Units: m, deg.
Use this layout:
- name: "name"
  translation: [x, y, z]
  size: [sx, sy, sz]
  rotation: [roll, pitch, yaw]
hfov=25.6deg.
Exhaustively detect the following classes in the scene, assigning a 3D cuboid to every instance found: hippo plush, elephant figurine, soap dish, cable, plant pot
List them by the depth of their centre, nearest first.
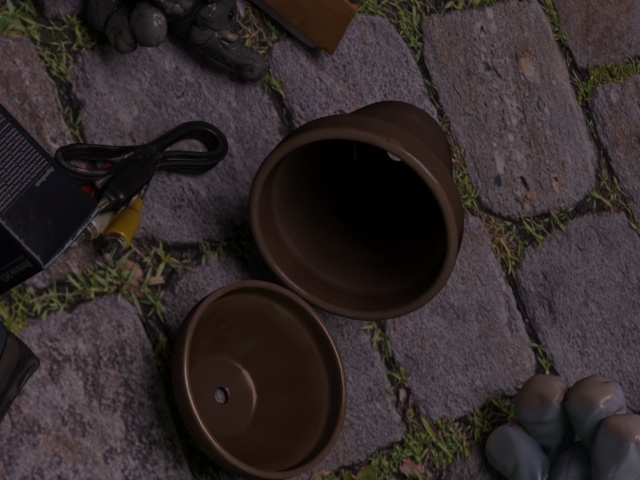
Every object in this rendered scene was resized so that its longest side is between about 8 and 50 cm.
- name: "plant pot"
  translation: [-0.092, 0.174, 1.679]
  size: [0.237, 0.109, 0.237]
  rotation: [15, 65, -34]
- name: "cable"
  translation: [-0.232, -0.084, 1.726]
  size: [0.139, 0.072, 0.287]
  rotation: [42, 37, 3]
- name: "plant pot"
  translation: [0.071, -0.066, 1.764]
  size: [0.263, 0.263, 0.229]
  rotation: [51, 33, -11]
- name: "elephant figurine"
  translation: [-0.175, -0.313, 1.802]
  size: [0.169, 0.186, 0.239]
  rotation: [33, 25, 30]
- name: "hippo plush"
  translation: [0.402, 0.317, 1.938]
  size: [0.236, 0.234, 0.294]
  rotation: [9, 46, -49]
- name: "soap dish"
  translation: [-0.041, -0.434, 1.959]
  size: [0.291, 0.118, 0.229]
  rotation: [37, 53, -20]

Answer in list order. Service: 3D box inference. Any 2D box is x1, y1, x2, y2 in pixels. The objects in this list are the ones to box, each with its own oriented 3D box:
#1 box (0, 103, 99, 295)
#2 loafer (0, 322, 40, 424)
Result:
- name: "box"
  translation: [-0.369, -0.053, 1.516]
  size: [0.207, 0.153, 0.108]
  rotation: [47, 50, -13]
- name: "loafer"
  translation: [-0.360, 0.210, 1.462]
  size: [0.084, 0.096, 0.268]
  rotation: [37, 51, -30]
